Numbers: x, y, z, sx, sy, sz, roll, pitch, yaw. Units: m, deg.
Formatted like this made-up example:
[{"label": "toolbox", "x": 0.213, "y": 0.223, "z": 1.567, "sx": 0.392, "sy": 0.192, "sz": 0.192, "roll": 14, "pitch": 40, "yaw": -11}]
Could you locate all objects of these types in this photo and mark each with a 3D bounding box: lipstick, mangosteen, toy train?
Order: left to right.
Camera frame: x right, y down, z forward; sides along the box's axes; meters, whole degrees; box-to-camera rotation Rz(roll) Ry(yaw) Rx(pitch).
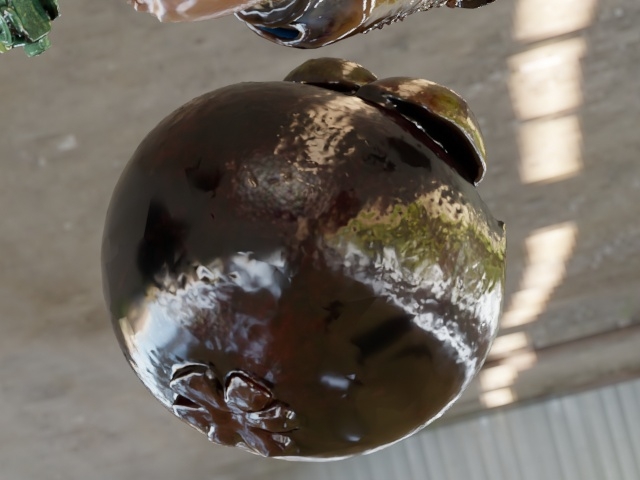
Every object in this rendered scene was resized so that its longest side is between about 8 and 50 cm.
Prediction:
[{"label": "toy train", "x": -0.218, "y": -0.173, "z": 1.174, "sx": 0.050, "sy": 0.122, "sz": 0.081, "roll": -37, "pitch": -157, "yaw": -34}, {"label": "mangosteen", "x": 0.000, "y": 0.000, "z": 1.375, "sx": 0.307, "sy": 0.307, "sz": 0.347, "roll": -26, "pitch": -153, "yaw": 51}, {"label": "lipstick", "x": 0.053, "y": -0.145, "z": 0.875, "sx": 0.077, "sy": 0.077, "sz": 0.418, "roll": -18, "pitch": -175, "yaw": 24}]

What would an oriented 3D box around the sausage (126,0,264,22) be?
[{"label": "sausage", "x": 0.038, "y": -0.177, "z": 0.522, "sx": 0.304, "sy": 0.078, "sz": 0.078, "roll": -55, "pitch": -174, "yaw": -21}]
